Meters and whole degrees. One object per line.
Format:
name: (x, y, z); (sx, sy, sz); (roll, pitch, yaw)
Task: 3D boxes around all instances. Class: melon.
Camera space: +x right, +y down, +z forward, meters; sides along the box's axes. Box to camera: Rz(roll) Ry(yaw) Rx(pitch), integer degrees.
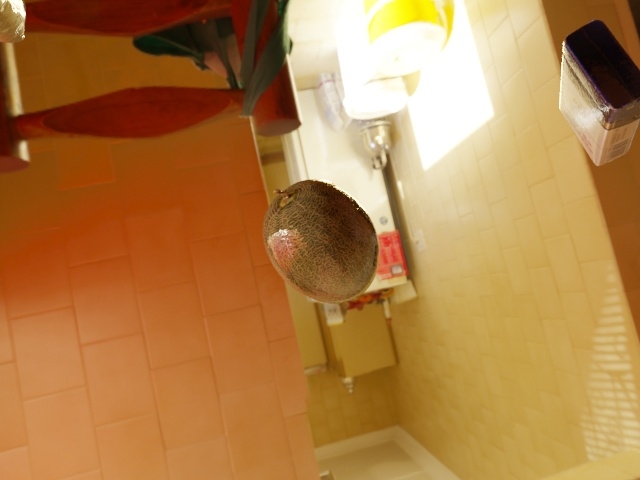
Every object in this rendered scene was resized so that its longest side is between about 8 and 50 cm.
melon: (0.000, 0.000, 0.592); (0.139, 0.139, 0.192); (-16, 129, 30)

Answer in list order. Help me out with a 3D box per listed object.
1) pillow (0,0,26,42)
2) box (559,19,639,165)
pillow: (-0.415, -0.323, 0.545); (0.078, 0.134, 0.181); (-16, -174, -9)
box: (0.512, -0.259, 0.856); (0.071, 0.168, 0.259); (-26, 159, 17)
